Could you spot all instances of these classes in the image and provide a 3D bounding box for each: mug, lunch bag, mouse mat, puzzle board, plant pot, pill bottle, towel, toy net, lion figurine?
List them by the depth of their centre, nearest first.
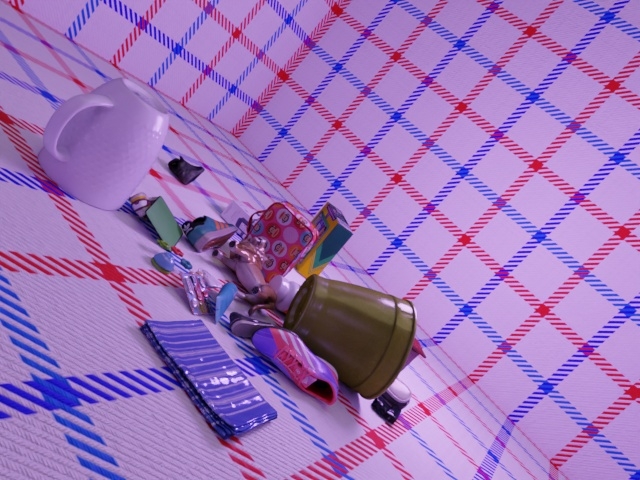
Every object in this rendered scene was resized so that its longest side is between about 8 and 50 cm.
[{"bbox_3d":[-0.252,0.307,1.269,0.336,0.040,0.243,46,10,20],"label":"towel"},{"bbox_3d":[-0.346,0.150,1.522,0.096,0.011,0.128,20,43,-65],"label":"puzzle board"},{"bbox_3d":[-0.628,-0.300,1.553,0.276,0.328,0.374,44,10,12],"label":"mug"},{"bbox_3d":[-0.400,0.087,1.620,0.232,0.045,0.122,37,9,-34],"label":"toy net"},{"bbox_3d":[-0.500,-0.055,1.737,0.190,0.007,0.153,-90,155,-69],"label":"mouse mat"},{"bbox_3d":[0.074,0.290,1.812,0.352,0.367,0.366,28,13,-13],"label":"plant pot"},{"bbox_3d":[-0.234,0.133,1.871,0.240,0.142,0.392,41,21,-52],"label":"lion figurine"},{"bbox_3d":[-0.091,0.224,1.973,0.221,0.121,0.121,36,12,-27],"label":"pill bottle"},{"bbox_3d":[-0.182,-0.005,2.113,0.258,0.293,0.120,44,15,6],"label":"lunch bag"}]

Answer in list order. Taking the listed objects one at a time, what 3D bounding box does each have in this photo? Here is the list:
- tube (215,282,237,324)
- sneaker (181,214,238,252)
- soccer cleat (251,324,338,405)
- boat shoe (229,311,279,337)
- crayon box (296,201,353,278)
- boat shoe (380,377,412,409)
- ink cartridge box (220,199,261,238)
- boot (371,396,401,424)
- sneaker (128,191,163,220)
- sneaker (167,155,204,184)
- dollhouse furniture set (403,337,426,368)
[{"bbox_3d":[-0.288,0.178,1.605,0.052,0.080,0.207,-1,10,0],"label":"tube"},{"bbox_3d":[-0.398,-0.041,1.962,0.121,0.108,0.302,47,12,4],"label":"sneaker"},{"bbox_3d":[-0.066,0.361,1.566,0.318,0.108,0.116,41,14,-21],"label":"soccer cleat"},{"bbox_3d":[-0.188,0.257,1.613,0.206,0.075,0.065,25,22,-44],"label":"boat shoe"},{"bbox_3d":[0.000,0.000,2.693,0.106,0.313,0.363,35,12,-18],"label":"crayon box"},{"bbox_3d":[0.199,0.507,2.039,0.112,0.096,0.335,-22,54,-38],"label":"boat shoe"},{"bbox_3d":[-0.306,-0.064,2.418,0.237,0.100,0.172,44,11,12],"label":"ink cartridge box"},{"bbox_3d":[0.230,0.588,1.895,0.099,0.045,0.121,42,11,13],"label":"boot"},{"bbox_3d":[-0.557,-0.099,1.763,0.084,0.069,0.185,67,10,8],"label":"sneaker"},{"bbox_3d":[-0.604,-0.327,2.436,0.130,0.087,0.227,47,15,-7],"label":"sneaker"},{"bbox_3d":[0.217,0.395,2.193,0.374,0.201,0.152,41,10,-11],"label":"dollhouse furniture set"}]
